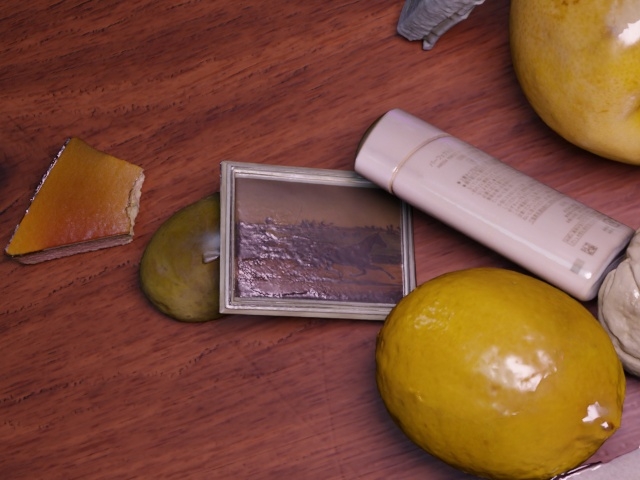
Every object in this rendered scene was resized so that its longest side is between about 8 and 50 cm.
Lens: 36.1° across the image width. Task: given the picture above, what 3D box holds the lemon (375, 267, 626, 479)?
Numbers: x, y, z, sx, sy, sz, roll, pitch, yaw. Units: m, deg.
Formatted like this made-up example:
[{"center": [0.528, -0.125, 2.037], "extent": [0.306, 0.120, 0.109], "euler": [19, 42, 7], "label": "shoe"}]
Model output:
[{"center": [0.191, 0.145, 1.073], "extent": [0.263, 0.236, 0.236], "euler": [42, 89, 18], "label": "lemon"}]

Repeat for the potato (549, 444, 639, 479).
[{"center": [0.332, 0.351, 0.980], "extent": [0.300, 0.196, 0.246], "euler": [-21, 41, -6], "label": "potato"}]

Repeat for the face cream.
[{"center": [0.194, -0.052, 1.170], "extent": [0.349, 0.173, 0.081], "euler": [31, 120, 22], "label": "face cream"}]

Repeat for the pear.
[{"center": [0.360, -0.238, 1.100], "extent": [0.315, 0.314, 0.314], "euler": [-4, 73, 15], "label": "pear"}]

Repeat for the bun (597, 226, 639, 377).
[{"center": [0.366, 0.060, 1.081], "extent": [0.111, 0.188, 0.164], "euler": [18, 46, 25], "label": "bun"}]

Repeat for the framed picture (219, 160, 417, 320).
[{"center": [0.000, 0.000, 1.216], "extent": [0.252, 0.014, 0.197], "euler": [3, 73, -15], "label": "framed picture"}]

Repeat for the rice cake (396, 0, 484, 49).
[{"center": [0.176, -0.311, 1.166], "extent": [0.063, 0.336, 0.066], "euler": [21, 78, -12], "label": "rice cake"}]

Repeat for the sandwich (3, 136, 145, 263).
[{"center": [-0.324, -0.030, 1.361], "extent": [0.163, 0.058, 0.193], "euler": [25, 80, 20], "label": "sandwich"}]

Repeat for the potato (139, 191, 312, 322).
[{"center": [-0.121, 0.002, 1.269], "extent": [0.272, 0.111, 0.160], "euler": [-22, 72, 9], "label": "potato"}]
